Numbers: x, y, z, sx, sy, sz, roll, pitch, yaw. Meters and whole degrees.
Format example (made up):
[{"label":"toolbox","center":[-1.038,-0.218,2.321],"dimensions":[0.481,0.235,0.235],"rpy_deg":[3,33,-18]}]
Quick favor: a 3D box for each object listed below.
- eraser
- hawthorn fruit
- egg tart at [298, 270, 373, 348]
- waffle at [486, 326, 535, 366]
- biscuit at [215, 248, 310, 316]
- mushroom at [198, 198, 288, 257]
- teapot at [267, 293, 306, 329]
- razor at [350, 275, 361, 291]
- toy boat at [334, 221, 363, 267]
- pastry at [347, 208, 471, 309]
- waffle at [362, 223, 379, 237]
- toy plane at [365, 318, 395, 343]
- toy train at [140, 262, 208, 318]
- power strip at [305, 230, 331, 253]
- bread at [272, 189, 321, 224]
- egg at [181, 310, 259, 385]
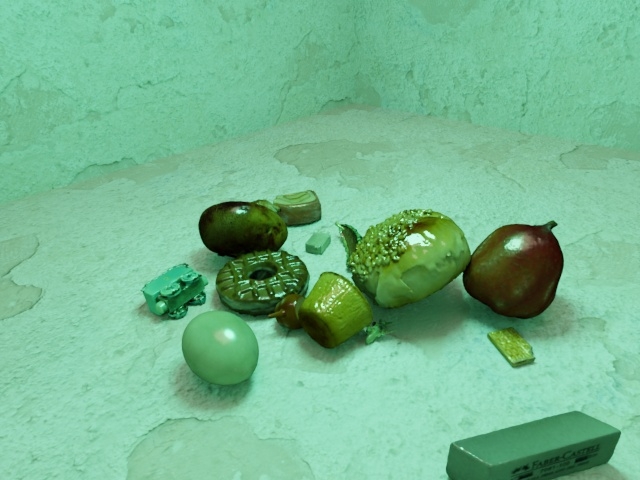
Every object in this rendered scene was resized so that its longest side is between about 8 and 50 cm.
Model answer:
[{"label":"eraser","center":[0.442,0.446,0.941],"dimensions":[0.352,0.112,0.077],"rpy_deg":[-9,32,-10]},{"label":"hawthorn fruit","center":[0.586,0.093,1.359],"dimensions":[0.294,0.311,0.295],"rpy_deg":[7,53,-9]},{"label":"egg tart","center":[0.037,0.206,1.332],"dimensions":[0.215,0.215,0.170],"rpy_deg":[23,50,39]},{"label":"waffle","center":[0.546,0.300,1.277],"dimensions":[0.092,0.021,0.135],"rpy_deg":[-10,30,-12]},{"label":"biscuit","center":[-0.203,0.140,1.564],"dimensions":[0.331,0.103,0.332],"rpy_deg":[-2,30,1]},{"label":"mushroom","center":[-0.304,-0.063,1.744],"dimensions":[0.345,0.345,0.260],"rpy_deg":[-1,65,5]},{"label":"teapot","center":[-0.093,0.225,1.412],"dimensions":[0.116,0.116,0.173],"rpy_deg":[16,8,31]},{"label":"razor","center":[0.182,0.126,1.619],"dimensions":[0.190,0.033,0.066],"rpy_deg":[-25,81,-37]},{"label":"toy boat","center":[0.123,0.011,1.758],"dimensions":[0.099,0.109,0.293],"rpy_deg":[18,26,-17]},{"label":"pastry","center":[0.267,0.045,1.422],"dimensions":[0.409,0.245,0.409],"rpy_deg":[-32,6,4]},{"label":"waffle","center":[0.266,-0.007,1.807],"dimensions":[0.197,0.070,0.193],"rpy_deg":[-5,30,2]},{"label":"toy plane","center":[0.169,0.271,1.354],"dimensions":[0.102,0.040,0.111],"rpy_deg":[-1,21,46]},{"label":"toy train","center":[-0.494,0.172,1.538],"dimensions":[0.162,0.112,0.203],"rpy_deg":[10,31,35]},{"label":"power strip","center":[0.000,0.000,1.847],"dimensions":[0.075,0.042,0.175],"rpy_deg":[9,31,21]},{"label":"bread","center":[-0.110,-0.145,2.037],"dimensions":[0.244,0.123,0.190],"rpy_deg":[-16,33,-18]},{"label":"egg","center":[-0.270,0.290,1.219],"dimensions":[0.186,0.187,0.253],"rpy_deg":[-26,36,-34]}]
